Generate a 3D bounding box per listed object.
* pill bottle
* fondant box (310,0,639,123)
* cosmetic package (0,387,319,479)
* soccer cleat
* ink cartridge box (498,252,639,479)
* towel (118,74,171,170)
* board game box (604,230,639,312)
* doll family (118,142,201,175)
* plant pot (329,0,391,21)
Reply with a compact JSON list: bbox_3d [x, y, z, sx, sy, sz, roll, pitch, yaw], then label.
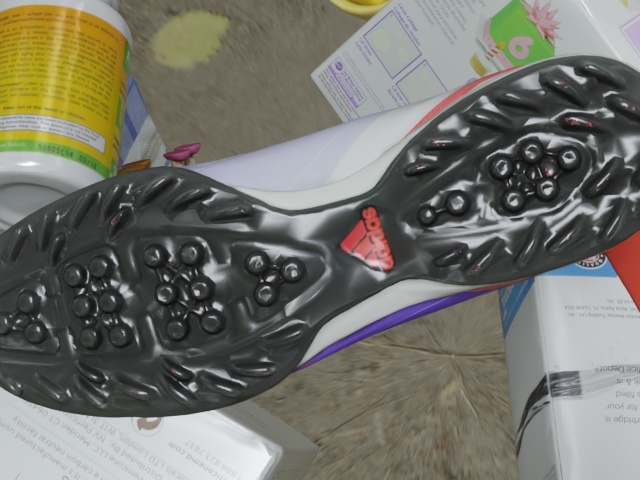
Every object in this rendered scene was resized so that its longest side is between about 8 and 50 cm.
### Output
[{"bbox_3d":[-0.239,-0.138,1.413,0.136,0.136,0.246,1,64,5],"label":"pill bottle"},{"bbox_3d":[0.167,-0.152,1.501,0.096,0.330,0.238,-34,89,-40],"label":"fondant box"},{"bbox_3d":[-0.238,0.303,1.941,0.329,0.394,0.327,32,87,9],"label":"cosmetic package"},{"bbox_3d":[0.000,0.000,0.711,0.318,0.116,0.109,-19,90,5],"label":"soccer cleat"},{"bbox_3d":[0.372,0.182,1.822,0.285,0.166,0.395,4,58,-9],"label":"ink cartridge box"},{"bbox_3d":[-0.226,-0.040,1.995,0.034,0.285,0.209,-4,42,21],"label":"towel"},{"bbox_3d":[0.241,0.088,0.871,0.064,0.242,0.317,-31,67,9],"label":"board game box"},{"bbox_3d":[-0.196,0.002,1.740,0.118,0.263,0.163,-9,103,24],"label":"doll family"},{"bbox_3d":[0.157,-0.360,1.892,0.254,0.239,0.254,-14,70,45],"label":"plant pot"}]
